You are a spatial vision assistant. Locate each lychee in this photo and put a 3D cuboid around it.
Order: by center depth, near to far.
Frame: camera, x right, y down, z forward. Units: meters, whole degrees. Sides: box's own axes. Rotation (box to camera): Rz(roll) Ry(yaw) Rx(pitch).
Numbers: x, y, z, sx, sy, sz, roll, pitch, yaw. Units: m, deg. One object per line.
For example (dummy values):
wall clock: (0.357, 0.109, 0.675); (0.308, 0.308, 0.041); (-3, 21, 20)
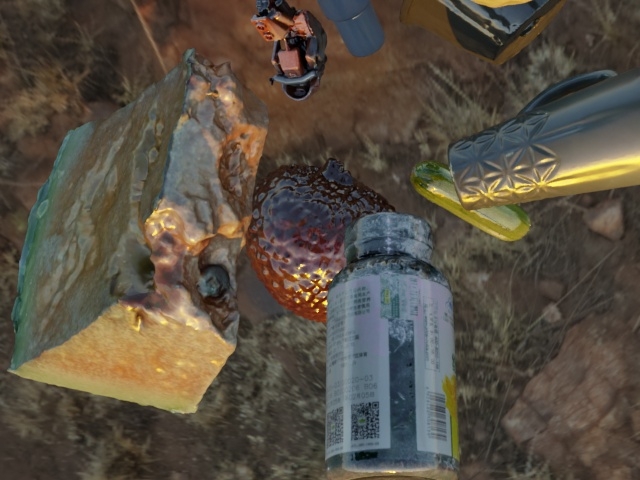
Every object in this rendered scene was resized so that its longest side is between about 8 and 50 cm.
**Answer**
lychee: (0.000, 0.000, 1.569); (0.260, 0.260, 0.261); (-2, 76, 8)

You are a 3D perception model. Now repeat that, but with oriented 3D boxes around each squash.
squash: (0.249, -0.065, 1.647); (0.238, 0.069, 0.069); (27, 80, -21)

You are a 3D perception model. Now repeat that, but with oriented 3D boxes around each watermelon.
watermelon: (-0.141, 0.008, 0.892); (0.302, 0.151, 0.264); (-19, 58, 50)

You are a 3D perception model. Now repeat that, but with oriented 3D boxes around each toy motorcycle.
toy motorcycle: (-0.045, -0.291, 1.515); (0.084, 0.212, 0.118); (-1, 65, 26)

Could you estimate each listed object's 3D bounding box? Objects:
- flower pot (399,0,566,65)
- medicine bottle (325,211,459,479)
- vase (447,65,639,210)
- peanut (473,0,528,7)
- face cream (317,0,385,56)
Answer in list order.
flower pot: (0.264, -0.373, 1.510); (0.269, 0.269, 0.166); (-41, 84, -3)
medicine bottle: (0.075, 0.119, 1.090); (0.141, 0.141, 0.293); (-3, 66, 7)
vase: (0.330, -0.133, 1.372); (0.300, 0.156, 0.251); (-15, 42, 18)
peanut: (0.262, -0.375, 1.062); (0.147, 0.147, 0.305); (45, 108, 15)
face cream: (0.006, -0.451, 1.587); (0.086, 0.385, 0.136); (5, 56, 32)
